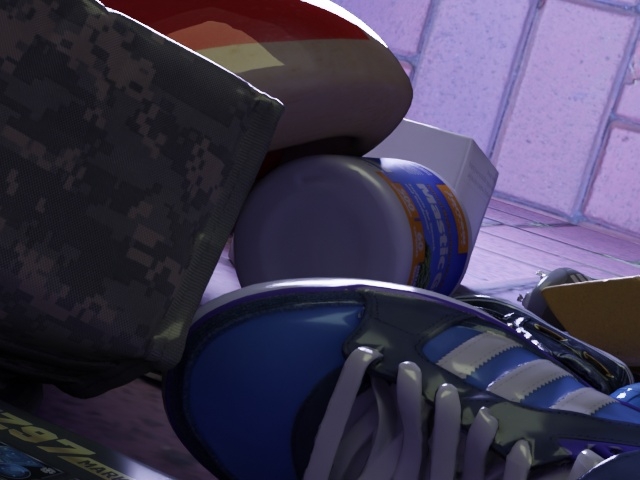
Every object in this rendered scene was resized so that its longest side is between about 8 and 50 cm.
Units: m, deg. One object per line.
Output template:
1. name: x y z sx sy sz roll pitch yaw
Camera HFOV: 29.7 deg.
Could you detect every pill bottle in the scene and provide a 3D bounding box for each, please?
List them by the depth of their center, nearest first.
1. pill bottle: 0.046 0.002 1.060 0.152 0.152 0.272 19 10 21

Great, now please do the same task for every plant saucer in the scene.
1. plant saucer: 0.434 0.095 1.145 0.333 0.081 0.333 12 -12 -26

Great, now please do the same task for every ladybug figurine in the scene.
1. ladybug figurine: -0.125 -0.108 0.990 0.449 0.161 0.305 -16 -8 -42

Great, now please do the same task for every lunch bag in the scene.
1. lunch bag: -0.197 -0.025 0.595 0.235 0.168 0.287 30 -24 -19

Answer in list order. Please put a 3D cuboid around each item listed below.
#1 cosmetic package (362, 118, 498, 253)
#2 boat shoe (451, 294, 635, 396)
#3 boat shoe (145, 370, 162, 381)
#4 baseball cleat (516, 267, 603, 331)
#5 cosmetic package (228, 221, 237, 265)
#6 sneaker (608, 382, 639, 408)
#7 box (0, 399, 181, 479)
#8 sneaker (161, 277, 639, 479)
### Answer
1. cosmetic package: -0.001 -0.084 1.437 0.385 0.156 0.217 17 -2 16
2. boat shoe: 0.162 0.092 0.984 0.183 0.065 0.083 21 9 27
3. boat shoe: -0.107 0.061 0.793 0.049 0.042 0.133 13 10 -31
4. baseball cleat: 0.305 0.076 1.330 0.109 0.072 0.206 29 18 33
5. cosmetic package: -0.050 0.016 1.180 0.060 0.041 0.115 12 9 -17
6. sneaker: 0.174 0.142 0.741 0.082 0.069 0.209 -17 2 28
7. box: -0.177 0.089 0.415 0.233 0.059 0.183 18 9 24
8. sneaker: 0.077 0.110 0.489 0.323 0.130 0.236 21 4 0
